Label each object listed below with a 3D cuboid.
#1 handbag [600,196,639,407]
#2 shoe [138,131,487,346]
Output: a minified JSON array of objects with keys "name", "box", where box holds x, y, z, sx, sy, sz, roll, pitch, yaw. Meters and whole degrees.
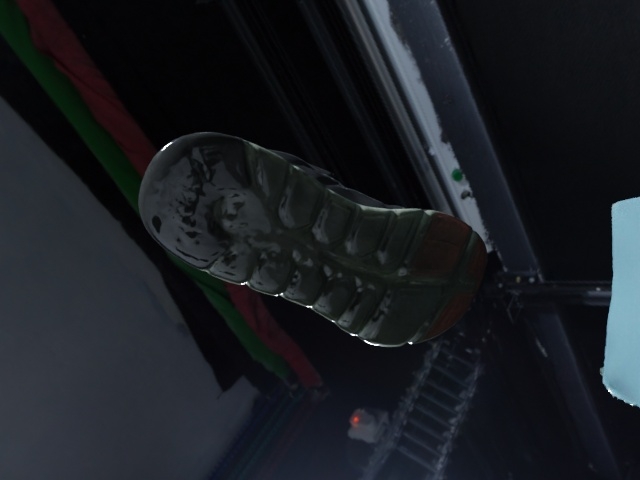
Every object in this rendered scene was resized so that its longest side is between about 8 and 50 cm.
[{"name":"handbag","box":[0.234,0.027,0.253,0.057,0.144,0.221,5,-7,-5]},{"name":"shoe","box":[0.000,0.000,0.422,0.290,0.114,0.137,20,4,-20]}]
